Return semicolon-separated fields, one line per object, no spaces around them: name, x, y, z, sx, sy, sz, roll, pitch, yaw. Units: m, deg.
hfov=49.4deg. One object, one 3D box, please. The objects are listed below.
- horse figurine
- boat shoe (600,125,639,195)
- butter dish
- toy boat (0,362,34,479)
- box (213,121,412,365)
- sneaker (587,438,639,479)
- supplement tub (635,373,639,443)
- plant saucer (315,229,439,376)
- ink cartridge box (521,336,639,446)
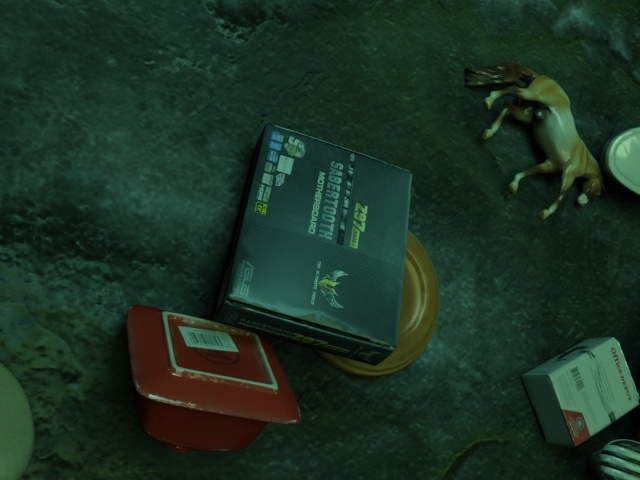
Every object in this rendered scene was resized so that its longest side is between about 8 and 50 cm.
horse figurine;0.310;-0.150;0.981;0.174;0.066;0.263;-31;94;-28
boat shoe;0.543;-0.123;1.083;0.319;0.099;0.116;-1;103;-24
butter dish;-0.120;0.152;0.674;0.160;0.160;0.118;16;109;-24
toy boat;-0.355;0.147;0.561;0.151;0.151;0.231;-45;101;4
box;0.000;0.000;0.753;0.183;0.059;0.233;18;58;-13
sneaker;0.463;0.324;0.912;0.228;0.132;0.086;25;75;9
supplement tub;0.565;0.168;0.970;0.193;0.193;0.316;38;65;-15
plant saucer;0.064;0.061;0.829;0.199;0.037;0.200;5;78;-26
ink cartridge box;0.349;0.200;0.932;0.135;0.056;0.099;-19;89;-28
